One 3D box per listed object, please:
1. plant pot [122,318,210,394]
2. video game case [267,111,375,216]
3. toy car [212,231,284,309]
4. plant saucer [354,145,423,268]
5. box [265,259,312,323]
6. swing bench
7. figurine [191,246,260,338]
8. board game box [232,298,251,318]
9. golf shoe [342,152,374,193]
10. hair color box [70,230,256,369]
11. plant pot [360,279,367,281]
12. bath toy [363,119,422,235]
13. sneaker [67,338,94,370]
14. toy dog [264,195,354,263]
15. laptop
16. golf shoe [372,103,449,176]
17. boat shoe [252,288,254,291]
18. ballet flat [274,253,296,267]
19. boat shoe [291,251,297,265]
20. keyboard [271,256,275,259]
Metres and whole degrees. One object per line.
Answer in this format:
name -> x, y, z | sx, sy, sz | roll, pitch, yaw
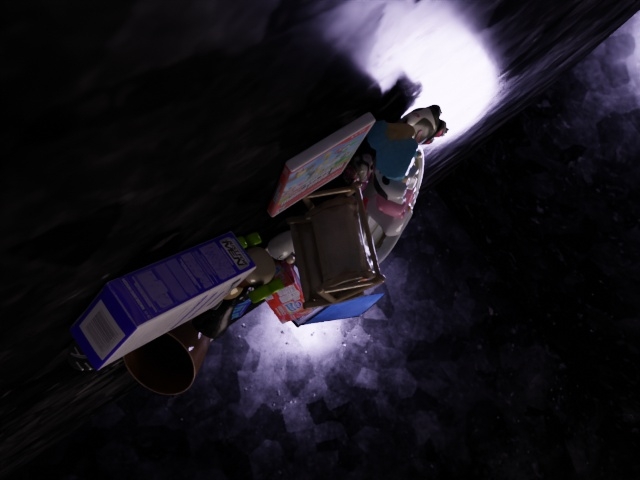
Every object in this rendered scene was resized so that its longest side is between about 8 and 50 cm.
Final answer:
plant pot -> -0.396, 0.270, 1.682 | 0.215, 0.215, 0.230 | -39, -171, 29
video game case -> -0.007, -0.149, 1.256 | 0.204, 0.025, 0.285 | -34, 174, -18
toy car -> -0.213, 0.093, 1.465 | 0.188, 0.155, 0.149 | -28, 178, 22
plant saucer -> 0.182, -0.115, 1.813 | 0.400, 0.100, 0.400 | -50, 154, -36
box -> -0.130, 0.183, 2.179 | 0.128, 0.123, 0.257 | -21, 146, 2
swing bench -> 0.027, 0.019, 1.502 | 0.165, 0.253, 0.255 | -9, 167, -12
figurine -> -0.236, 0.130, 1.636 | 0.209, 0.092, 0.215 | -44, -159, 30
board game box -> -0.336, 0.222, 1.927 | 0.210, 0.047, 0.160 | -13, 159, -28
golf shoe -> 0.103, -0.170, 1.529 | 0.086, 0.067, 0.186 | -37, 174, -2
hair color box -> -0.307, 0.111, 1.221 | 0.185, 0.110, 0.339 | -41, 171, 35
plant pot -> 0.075, 0.066, 2.394 | 0.291, 0.291, 0.203 | -32, 157, -34
bath toy -> 0.159, -0.135, 1.400 | 0.151, 0.129, 0.348 | -58, 164, -19
sneaker -> -0.452, 0.210, 1.320 | 0.208, 0.081, 0.094 | -34, -179, -4
toy dog -> 0.000, 0.000, 1.847 | 0.333, 0.161, 0.220 | -34, 174, -18
laptop -> 0.007, 0.200, 2.530 | 0.236, 0.408, 0.382 | -49, 170, 20
golf shoe -> 0.183, -0.233, 1.460 | 0.120, 0.105, 0.273 | -9, 156, -34
boat shoe -> -0.295, 0.192, 2.086 | 0.095, 0.079, 0.254 | -6, 145, -46
ballet flat -> -0.184, 0.147, 2.290 | 0.280, 0.096, 0.095 | -33, -141, 19
boat shoe -> 0.025, 0.025, 2.206 | 0.121, 0.119, 0.335 | -32, 180, -45
keyboard -> -0.059, -0.011, 2.082 | 0.317, 0.033, 0.201 | -33, -179, -34
